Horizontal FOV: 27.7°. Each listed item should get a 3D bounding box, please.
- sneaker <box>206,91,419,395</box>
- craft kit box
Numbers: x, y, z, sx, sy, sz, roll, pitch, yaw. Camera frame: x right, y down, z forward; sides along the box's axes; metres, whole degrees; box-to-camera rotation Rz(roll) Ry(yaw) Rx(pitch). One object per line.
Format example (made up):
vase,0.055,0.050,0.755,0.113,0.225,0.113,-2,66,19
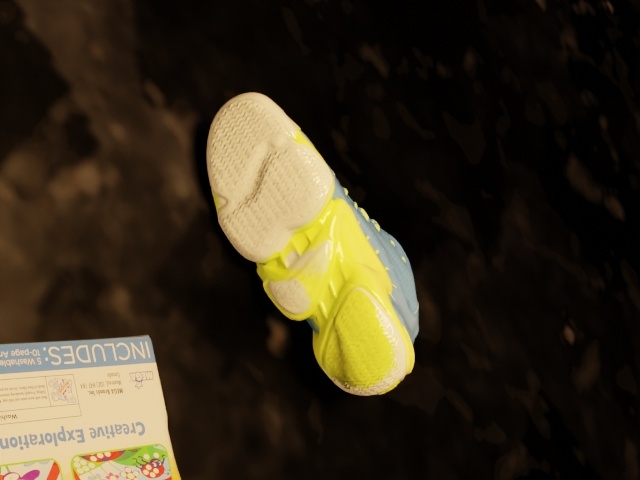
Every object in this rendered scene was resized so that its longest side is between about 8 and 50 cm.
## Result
sneaker,0.000,0.000,0.975,0.240,0.091,0.126,65,20,1
craft kit box,-0.171,0.179,0.690,0.250,0.061,0.247,2,66,-48
